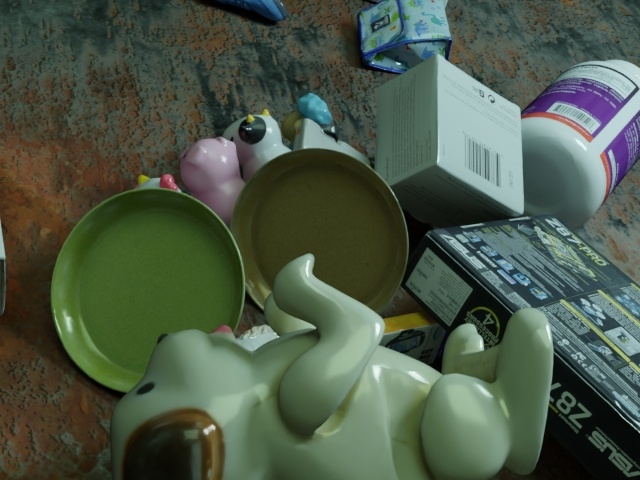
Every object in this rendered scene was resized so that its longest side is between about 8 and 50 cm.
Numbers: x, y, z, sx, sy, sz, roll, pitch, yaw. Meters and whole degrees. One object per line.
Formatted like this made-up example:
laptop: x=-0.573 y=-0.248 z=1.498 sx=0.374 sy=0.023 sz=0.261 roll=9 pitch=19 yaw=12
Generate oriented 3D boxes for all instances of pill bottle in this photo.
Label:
pill bottle: x=0.396 y=-0.158 z=1.751 sx=0.181 sy=0.181 sz=0.323 roll=32 pitch=44 yaw=17

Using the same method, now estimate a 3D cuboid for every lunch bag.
lunch bag: x=0.140 y=-0.349 z=1.949 sx=0.151 sy=0.096 sz=0.129 roll=-3 pitch=46 yaw=0

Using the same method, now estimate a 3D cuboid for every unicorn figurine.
unicorn figurine: x=-0.103 y=0.143 z=1.362 sx=0.162 sy=0.060 sz=0.111 roll=8 pitch=43 yaw=-9

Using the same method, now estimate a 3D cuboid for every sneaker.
sneaker: x=-0.152 y=-0.425 z=1.967 sx=0.209 sy=0.069 sz=0.082 roll=38 pitch=78 yaw=10

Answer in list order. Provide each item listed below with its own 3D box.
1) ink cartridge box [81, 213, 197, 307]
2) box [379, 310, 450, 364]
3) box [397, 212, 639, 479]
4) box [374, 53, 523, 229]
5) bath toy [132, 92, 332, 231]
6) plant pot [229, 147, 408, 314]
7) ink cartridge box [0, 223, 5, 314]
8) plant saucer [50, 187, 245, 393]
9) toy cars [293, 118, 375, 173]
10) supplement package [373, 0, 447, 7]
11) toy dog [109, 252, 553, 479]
ink cartridge box: x=-0.184 y=0.041 z=1.397 sx=0.181 sy=0.104 sz=0.061 roll=22 pitch=0 yaw=13
box: x=0.101 y=0.127 z=1.428 sx=0.136 sy=0.081 sz=0.028 roll=-10 pitch=47 yaw=-27
box: x=0.332 y=0.125 z=1.431 sx=0.318 sy=0.097 sz=0.395 roll=-11 pitch=47 yaw=-48
box: x=0.176 y=-0.124 z=1.572 sx=0.181 sy=0.119 sz=0.182 roll=26 pitch=55 yaw=-36
bath toy: x=-0.124 y=-0.089 z=1.556 sx=0.151 sy=0.129 sz=0.348 roll=40 pitch=48 yaw=24
plant pot: x=0.000 y=0.000 z=1.442 sx=0.236 sy=0.236 sz=0.032 roll=28 pitch=18 yaw=13
ink cartridge box: x=-0.525 y=-0.093 z=1.329 sx=0.279 sy=0.160 sz=0.384 roll=-6 pitch=64 yaw=-19
plant saucer: x=-0.198 y=0.059 z=1.342 sx=0.241 sy=0.241 sz=0.037 roll=31 pitch=1 yaw=16
toy cars: x=0.083 y=-0.102 z=1.622 sx=0.394 sy=0.087 sz=0.176 roll=-20 pitch=87 yaw=-49
supplement package: x=0.186 y=-0.568 z=2.129 sx=0.177 sy=0.175 sz=0.293 roll=19 pitch=42 yaw=1
toy dog: x=-0.014 y=0.213 z=1.194 sx=0.408 sy=0.395 sz=0.284 roll=8 pitch=-2 yaw=-9
